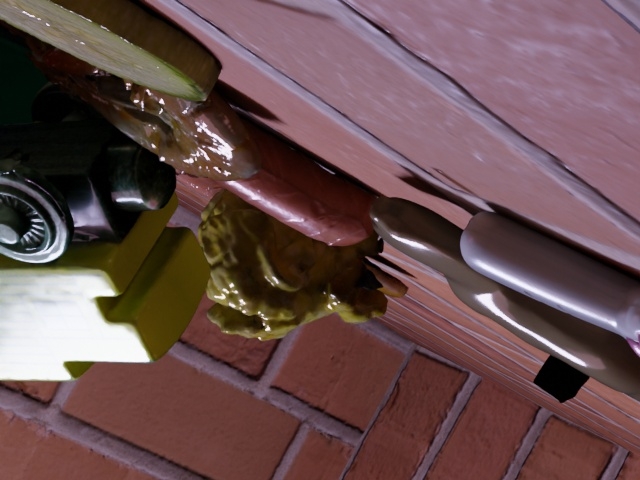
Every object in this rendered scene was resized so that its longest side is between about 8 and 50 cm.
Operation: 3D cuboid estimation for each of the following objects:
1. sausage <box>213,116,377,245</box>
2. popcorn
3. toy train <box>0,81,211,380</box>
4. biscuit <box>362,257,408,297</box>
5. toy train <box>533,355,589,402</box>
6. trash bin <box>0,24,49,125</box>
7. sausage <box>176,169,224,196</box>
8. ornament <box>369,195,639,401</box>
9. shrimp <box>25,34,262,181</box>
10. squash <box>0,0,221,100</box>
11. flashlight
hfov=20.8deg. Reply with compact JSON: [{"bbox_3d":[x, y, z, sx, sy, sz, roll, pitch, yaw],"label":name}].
[{"bbox_3d":[-0.020,-0.045,1.489,0.169,0.065,0.065,30,176,-15],"label":"sausage"},{"bbox_3d":[-0.032,0.015,1.813,0.195,0.168,0.173,-7,164,-11],"label":"popcorn"},{"bbox_3d":[-0.307,-0.001,1.593,0.442,0.179,0.272,-1,130,28],"label":"toy train"},{"bbox_3d":[-0.003,0.005,2.224,0.260,0.041,0.203,30,177,13],"label":"biscuit"},{"bbox_3d":[0.285,0.157,2.053,0.051,0.052,0.234,33,177,8],"label":"toy train"},{"bbox_3d":[-0.327,-0.083,1.910,0.259,0.295,0.381,24,164,0],"label":"trash bin"},{"bbox_3d":[-0.180,-0.100,2.192,0.158,0.042,0.036,35,-149,-43],"label":"sausage"},{"bbox_3d":[0.151,0.040,1.307,0.230,0.061,0.245,29,178,29],"label":"ornament"},{"bbox_3d":[-0.155,-0.125,1.409,0.267,0.061,0.145,33,168,36],"label":"shrimp"},{"bbox_3d":[-0.172,-0.156,1.218,0.219,0.041,0.219,28,177,2],"label":"squash"},{"bbox_3d":[0.179,0.037,1.156,0.200,0.047,0.093,26,176,27],"label":"flashlight"}]
